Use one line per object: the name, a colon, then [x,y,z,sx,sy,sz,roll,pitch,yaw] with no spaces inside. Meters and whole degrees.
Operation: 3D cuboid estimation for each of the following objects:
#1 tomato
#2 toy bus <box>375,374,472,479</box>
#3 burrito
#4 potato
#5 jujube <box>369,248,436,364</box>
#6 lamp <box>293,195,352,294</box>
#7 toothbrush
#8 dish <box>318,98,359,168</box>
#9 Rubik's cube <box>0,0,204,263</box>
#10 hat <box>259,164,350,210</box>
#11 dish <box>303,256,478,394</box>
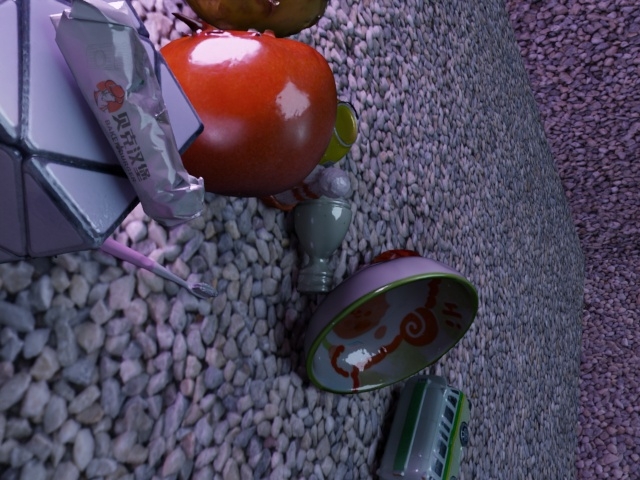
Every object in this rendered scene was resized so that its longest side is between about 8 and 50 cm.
tomato: [-0.105,-0.171,0.836,0.256,0.256,0.224,3,87,-58]
toy bus: [0.222,0.421,1.328,0.164,0.134,0.276,58,39,-33]
burrito: [-0.157,-0.105,0.535,0.064,0.064,0.203,-46,119,-52]
potato: [-0.122,-0.389,0.894,0.247,0.300,0.196,25,92,-34]
jujube: [0.182,0.139,1.297,0.174,0.174,0.250,-47,124,-51]
lamp: [0.000,0.000,1.114,0.106,0.106,0.192,11,83,-57]
toothbrush: [-0.231,0.025,0.804,0.286,0.025,0.020,35,54,-49]
dish: [0.022,-0.217,1.210,0.208,0.080,0.148,-30,109,-55]
Rubik's cube: [-0.276,-0.118,0.595,0.207,0.205,0.205,63,37,-30]
hat: [-0.023,-0.100,1.034,0.112,0.162,0.093,-6,91,-54]
dish: [0.106,0.129,1.114,0.324,0.324,0.124,38,19,-48]
